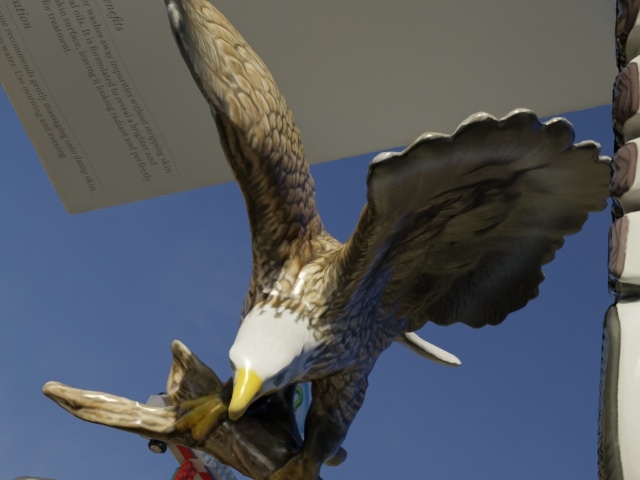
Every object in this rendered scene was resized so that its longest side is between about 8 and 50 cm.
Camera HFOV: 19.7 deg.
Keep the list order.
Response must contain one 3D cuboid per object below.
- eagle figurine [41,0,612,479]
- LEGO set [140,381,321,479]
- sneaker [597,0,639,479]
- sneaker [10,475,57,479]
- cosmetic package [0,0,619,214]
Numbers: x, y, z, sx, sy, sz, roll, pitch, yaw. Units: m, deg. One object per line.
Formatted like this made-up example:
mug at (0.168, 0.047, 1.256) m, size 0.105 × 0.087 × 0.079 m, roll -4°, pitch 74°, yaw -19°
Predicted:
eagle figurine at (0.000, 0.006, 0.909) m, size 0.225 × 0.226 × 0.298 m, roll -114°, pitch -147°, yaw -55°
LEGO set at (-0.055, 0.187, 1.265) m, size 0.060 × 0.244 × 0.182 m, roll -4°, pitch -90°, yaw 33°
sneaker at (0.165, -0.037, 0.523) m, size 0.163 × 0.281 × 0.106 m, roll 3°, pitch -6°, yaw 10°
sneaker at (-0.131, 0.243, 0.896) m, size 0.108 × 0.100 × 0.271 m, roll 66°, pitch 14°, yaw -66°
cosmetic package at (-0.012, -0.171, 1.145) m, size 0.385 × 0.156 × 0.217 m, roll -11°, pitch -50°, yaw 12°
